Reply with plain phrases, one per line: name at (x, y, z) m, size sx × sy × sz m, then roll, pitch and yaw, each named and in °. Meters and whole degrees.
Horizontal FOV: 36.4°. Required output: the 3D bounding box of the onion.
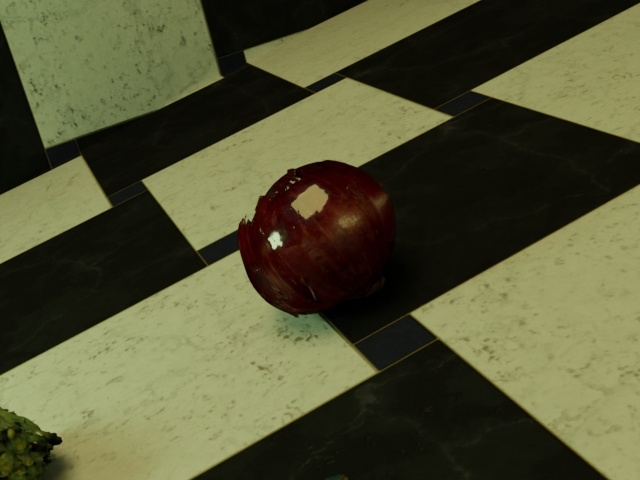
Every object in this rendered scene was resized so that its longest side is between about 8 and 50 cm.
onion at (0.000, 0.000, 1.623) m, size 0.276 × 0.276 × 0.276 m, roll -19°, pitch 24°, yaw 9°

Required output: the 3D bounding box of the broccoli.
broccoli at (-0.541, 0.326, 1.451) m, size 0.242 × 0.273 × 0.180 m, roll 6°, pitch 71°, yaw 50°

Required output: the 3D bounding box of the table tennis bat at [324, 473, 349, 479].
table tennis bat at (-0.038, 0.336, 1.089) m, size 0.173 × 0.022 × 0.301 m, roll -24°, pitch 2°, yaw 29°
